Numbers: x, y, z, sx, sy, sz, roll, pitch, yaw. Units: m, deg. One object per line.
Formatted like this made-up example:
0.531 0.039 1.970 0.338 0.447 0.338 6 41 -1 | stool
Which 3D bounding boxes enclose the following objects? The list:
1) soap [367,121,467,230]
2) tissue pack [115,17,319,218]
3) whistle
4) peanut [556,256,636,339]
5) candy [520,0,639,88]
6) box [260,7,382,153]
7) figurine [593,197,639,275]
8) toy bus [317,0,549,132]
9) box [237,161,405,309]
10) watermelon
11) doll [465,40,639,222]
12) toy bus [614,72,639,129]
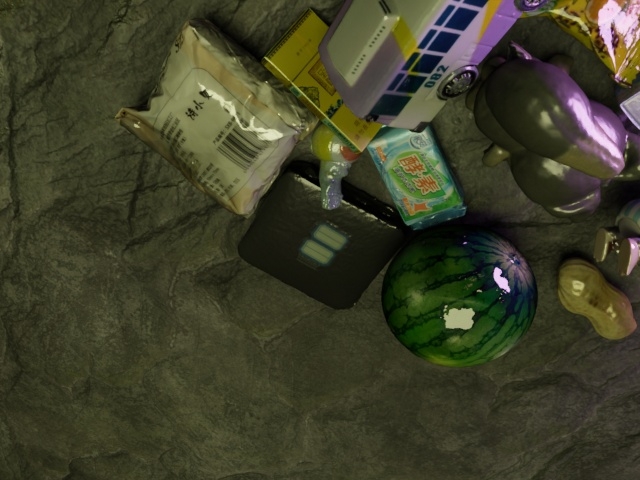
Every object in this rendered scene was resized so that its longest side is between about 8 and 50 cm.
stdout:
0.219 -0.159 1.309 0.156 0.077 0.293 -20 118 25 | soap
-0.230 -0.255 1.284 0.390 0.195 0.375 39 128 -14 | tissue pack
0.040 -0.179 1.288 0.122 0.123 0.223 6 97 10 | whistle
0.665 0.150 1.394 0.274 0.111 0.125 42 128 -15 | peanut
0.486 -0.424 1.037 0.297 0.081 0.187 30 106 -4 | candy
0.026 -0.330 1.202 0.279 0.153 0.041 42 164 -16 | box
0.747 -0.135 1.113 0.361 0.266 0.378 -4 100 0 | figurine
0.188 -0.402 0.987 0.249 0.209 0.440 -6 150 -37 | toy bus
0.000 0.000 1.470 0.359 0.091 0.350 29 127 -7 | box
0.317 0.127 1.331 0.363 0.363 0.363 7 126 9 | watermelon
0.431 -0.171 1.067 0.382 0.379 0.252 39 124 -2 | doll
0.700 -0.340 1.026 0.109 0.136 0.329 40 124 -12 | toy bus
